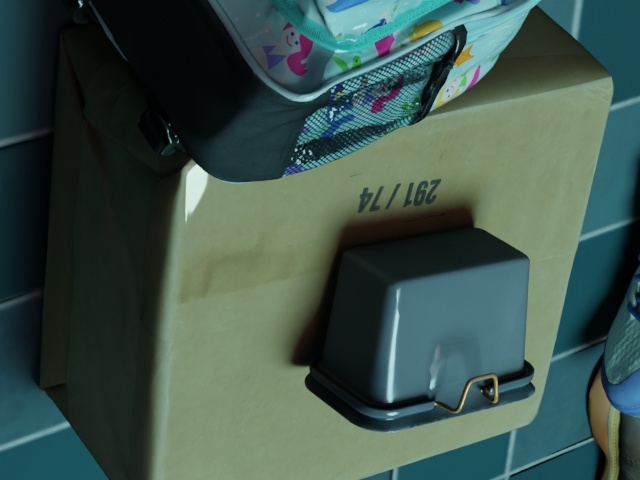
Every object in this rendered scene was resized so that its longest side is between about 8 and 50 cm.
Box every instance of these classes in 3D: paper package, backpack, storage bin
[{"bbox_3d":[0.000,0.000,1.182,0.325,0.168,0.309,-13,129,-29],"label":"paper package"},{"bbox_3d":[0.009,-0.174,0.987,0.253,0.225,0.191,-22,161,-39],"label":"backpack"},{"bbox_3d":[0.068,0.050,1.089,0.135,0.098,0.091,-10,117,-32],"label":"storage bin"}]

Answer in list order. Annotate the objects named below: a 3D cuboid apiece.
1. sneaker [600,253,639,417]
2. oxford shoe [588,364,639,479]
[{"bbox_3d":[0.292,0.000,1.474,0.131,0.112,0.296,22,99,-38],"label":"sneaker"},{"bbox_3d":[0.332,0.241,1.669,0.130,0.133,0.364,-35,138,-11],"label":"oxford shoe"}]
